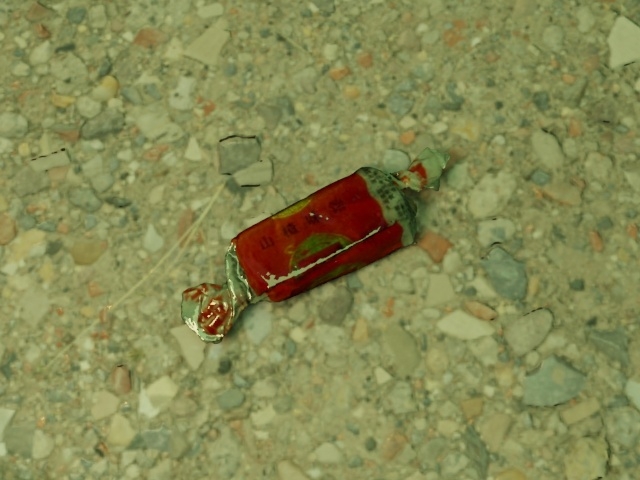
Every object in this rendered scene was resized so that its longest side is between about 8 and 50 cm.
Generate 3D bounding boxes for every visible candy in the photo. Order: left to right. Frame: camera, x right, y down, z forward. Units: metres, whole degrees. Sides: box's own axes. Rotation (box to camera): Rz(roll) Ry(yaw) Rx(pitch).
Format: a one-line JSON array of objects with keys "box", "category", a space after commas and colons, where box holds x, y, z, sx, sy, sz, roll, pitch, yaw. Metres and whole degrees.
[{"box": [0.000, 0.000, 1.215, 0.292, 0.059, 0.086, -28, 68, -7], "category": "candy"}]
